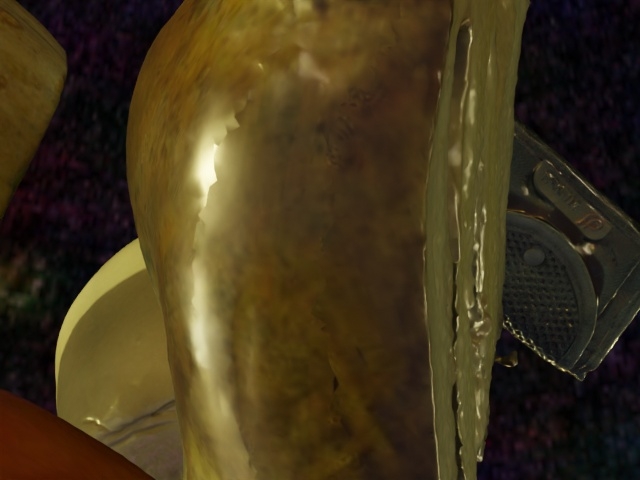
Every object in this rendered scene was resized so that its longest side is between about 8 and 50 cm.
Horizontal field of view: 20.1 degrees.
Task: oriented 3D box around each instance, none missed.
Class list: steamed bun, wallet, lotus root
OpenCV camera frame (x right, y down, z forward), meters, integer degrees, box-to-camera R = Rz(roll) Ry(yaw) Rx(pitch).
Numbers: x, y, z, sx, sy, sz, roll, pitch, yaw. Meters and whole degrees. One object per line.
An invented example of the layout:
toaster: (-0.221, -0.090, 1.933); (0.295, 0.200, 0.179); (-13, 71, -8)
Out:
steamed bun: (-0.060, 0.082, 1.170); (0.250, 0.200, 0.155); (-27, 122, 6)
wallet: (0.112, 0.003, 0.925); (0.129, 0.026, 0.088); (39, 85, -13)
lotus root: (-0.003, -0.002, 0.675); (0.149, 0.267, 0.260); (2, 129, 9)

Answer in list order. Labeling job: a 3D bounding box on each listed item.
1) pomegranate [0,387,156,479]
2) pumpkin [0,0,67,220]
pomegranate: (-0.122, 0.152, 0.413); (0.264, 0.264, 0.264); (0, 129, 0)
pumpkin: (-0.247, -0.010, 0.858); (0.199, 0.332, 0.332); (18, 127, -9)
